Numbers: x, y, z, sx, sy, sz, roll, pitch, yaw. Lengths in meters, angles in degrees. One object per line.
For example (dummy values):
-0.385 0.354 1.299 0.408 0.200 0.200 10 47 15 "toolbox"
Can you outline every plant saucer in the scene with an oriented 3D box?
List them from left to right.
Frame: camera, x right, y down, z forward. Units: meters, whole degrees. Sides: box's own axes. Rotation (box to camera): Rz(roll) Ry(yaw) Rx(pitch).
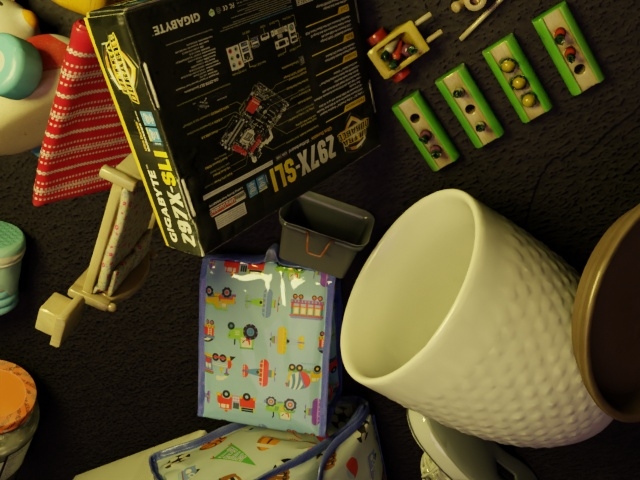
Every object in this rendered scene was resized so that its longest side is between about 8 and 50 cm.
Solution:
0.385 0.075 0.734 0.277 0.041 0.278 -7 105 -29 "plant saucer"

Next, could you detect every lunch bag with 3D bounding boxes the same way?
-0.082 0.147 1.027 0.220 0.138 0.293 6 111 12 "lunch bag"
-0.055 0.476 1.088 0.385 0.239 0.328 -17 107 -19 "lunch bag"

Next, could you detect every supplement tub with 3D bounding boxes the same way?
-0.677 0.391 1.249 0.193 0.193 0.316 29 121 -5 "supplement tub"

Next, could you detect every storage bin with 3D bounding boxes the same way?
0.000 0.000 0.938 0.135 0.098 0.091 18 132 2 "storage bin"

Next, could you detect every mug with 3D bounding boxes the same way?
0.215 0.142 0.890 0.328 0.276 0.374 30 152 -18 "mug"

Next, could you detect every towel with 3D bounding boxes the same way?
-0.267 -0.167 0.838 0.031 0.199 0.275 44 125 18 "towel"

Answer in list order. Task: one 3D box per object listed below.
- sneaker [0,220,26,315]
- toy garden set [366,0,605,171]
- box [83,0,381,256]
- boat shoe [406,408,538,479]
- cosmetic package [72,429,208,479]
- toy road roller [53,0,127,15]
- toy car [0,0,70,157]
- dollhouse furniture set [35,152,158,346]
-0.671 0.048 1.090 0.319 0.127 0.208 17 120 4 "sneaker"
0.194 -0.219 0.788 0.244 0.049 0.204 -29 110 25 "toy garden set"
-0.071 -0.171 0.721 0.079 0.322 0.257 15 129 40 "box"
0.230 0.389 1.085 0.156 0.136 0.367 -28 125 32 "boat shoe"
-0.349 0.561 1.300 0.385 0.156 0.217 -23 112 24 "cosmetic package"
-0.269 -0.365 0.694 0.329 0.241 0.203 20 121 0 "toy road roller"
-0.408 -0.254 0.847 0.210 0.219 0.238 -24 81 18 "toy car"
-0.154 -0.058 0.776 0.173 0.355 0.303 26 124 -4 "dollhouse furniture set"
